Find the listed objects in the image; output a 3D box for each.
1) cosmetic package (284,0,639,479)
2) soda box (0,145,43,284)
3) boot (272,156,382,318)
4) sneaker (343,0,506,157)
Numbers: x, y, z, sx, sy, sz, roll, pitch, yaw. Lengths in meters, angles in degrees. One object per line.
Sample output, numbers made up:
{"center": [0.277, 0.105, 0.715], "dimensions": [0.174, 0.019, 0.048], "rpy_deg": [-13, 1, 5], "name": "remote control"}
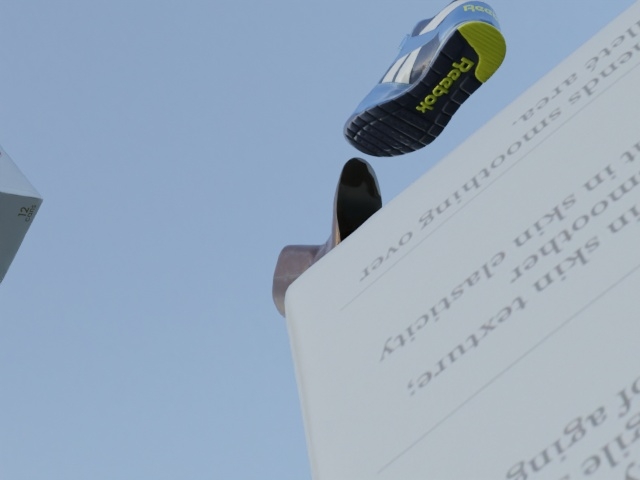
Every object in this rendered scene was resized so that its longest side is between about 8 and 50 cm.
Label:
{"center": [0.221, 0.106, 0.532], "dimensions": [0.329, 0.393, 0.327], "rpy_deg": [-38, -68, 12], "name": "cosmetic package"}
{"center": [-0.240, 0.042, 0.991], "dimensions": [0.069, 0.074, 0.216], "rpy_deg": [9, -62, -45], "name": "soda box"}
{"center": [0.000, 0.000, 1.279], "dimensions": [0.037, 0.114, 0.106], "rpy_deg": [9, -101, -27], "name": "boot"}
{"center": [0.071, -0.110, 1.207], "dimensions": [0.053, 0.059, 0.144], "rpy_deg": [31, -53, -27], "name": "sneaker"}
